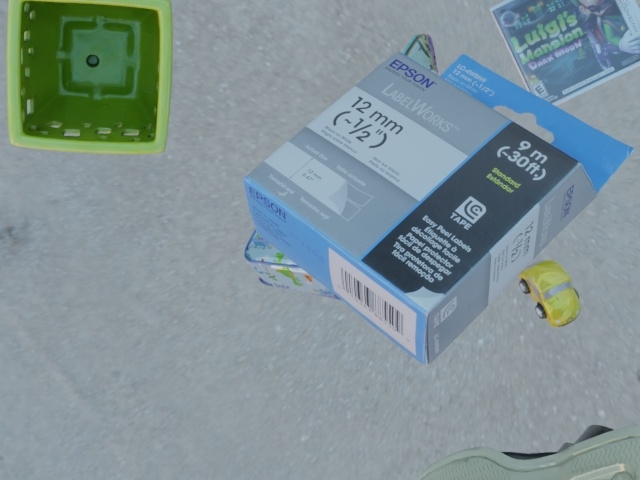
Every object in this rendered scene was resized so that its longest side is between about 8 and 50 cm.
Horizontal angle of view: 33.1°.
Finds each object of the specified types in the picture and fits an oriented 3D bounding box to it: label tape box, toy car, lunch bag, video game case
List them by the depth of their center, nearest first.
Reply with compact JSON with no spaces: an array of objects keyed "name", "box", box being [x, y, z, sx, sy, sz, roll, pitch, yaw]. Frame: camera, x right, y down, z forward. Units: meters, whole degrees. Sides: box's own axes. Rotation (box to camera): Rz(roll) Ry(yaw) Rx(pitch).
[{"name":"label tape box","box":[0.131,-0.076,1.125,0.249,0.115,0.347,37,68,27]},{"name":"toy car","box":[0.287,-0.017,1.515,0.239,0.053,0.225,26,66,15]},{"name":"video game case","box":[0.365,-0.300,1.550,0.190,0.022,0.173,-25,86,13]},{"name":"lunch bag","box":[0.000,0.000,1.759,0.219,0.090,0.176,6,55,34]}]

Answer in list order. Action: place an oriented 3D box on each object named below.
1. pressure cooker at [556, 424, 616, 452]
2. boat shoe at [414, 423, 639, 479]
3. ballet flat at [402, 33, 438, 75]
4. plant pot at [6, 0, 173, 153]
[{"name":"pressure cooker","box":[0.338,0.395,1.110,0.420,0.370,0.375,-49,130,-9]},{"name":"boat shoe","box":[0.133,0.163,0.618,0.079,0.233,0.084,27,60,-28]},{"name":"ballet flat","box":[0.106,-0.159,1.372,0.079,0.077,0.222,27,80,27]},{"name":"plant pot","box":[-0.335,-0.262,1.596,0.228,0.207,0.227,3,107,-9]}]
